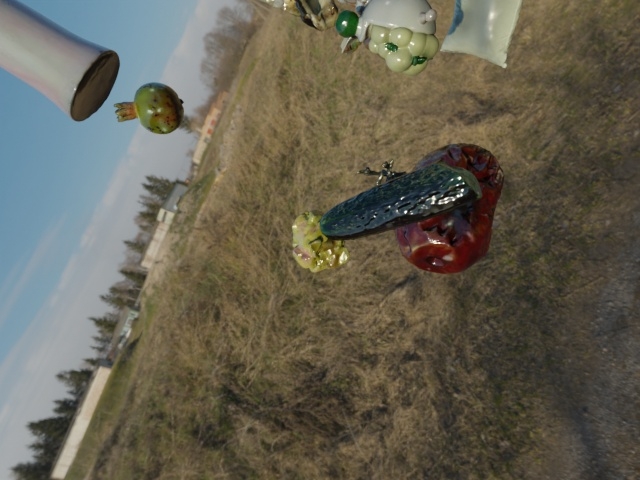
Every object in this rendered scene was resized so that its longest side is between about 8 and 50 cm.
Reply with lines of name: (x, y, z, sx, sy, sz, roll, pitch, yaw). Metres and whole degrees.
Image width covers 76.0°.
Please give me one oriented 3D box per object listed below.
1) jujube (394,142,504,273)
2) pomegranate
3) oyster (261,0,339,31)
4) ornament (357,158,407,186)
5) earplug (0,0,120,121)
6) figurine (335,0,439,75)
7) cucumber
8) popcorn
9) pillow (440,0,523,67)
jujube: (0.354, -0.094, 1.134, 0.276, 0.277, 0.376, -39, 22, 54)
pomegranate: (-0.525, -0.406, 1.269, 0.159, 0.205, 0.159, 44, 142, 50)
oyster: (-0.093, -0.582, 0.881, 0.133, 0.337, 0.198, -60, 24, -14)
ornament: (0.167, -0.149, 1.200, 0.202, 0.236, 0.080, -32, 72, 19)
earplug: (-0.598, -0.401, 0.834, 0.172, 0.301, 0.172, -53, 15, 20)
figurine: (0.082, -0.290, 0.552, 0.197, 0.147, 0.093, 52, 139, 45)
cucumber: (0.102, -0.049, 0.594, 0.242, 0.074, 0.074, -20, 44, 27)
popcorn: (-0.001, -0.002, 0.721, 0.089, 0.097, 0.109, -10, 103, 54)
pillow: (0.301, -0.460, 0.747, 0.078, 0.144, 0.253, -37, -40, -36)
